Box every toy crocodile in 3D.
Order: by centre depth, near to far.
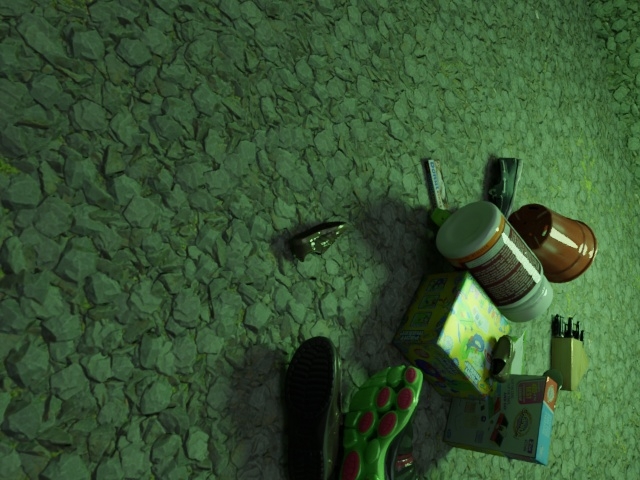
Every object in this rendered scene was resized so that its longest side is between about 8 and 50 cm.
[{"bbox_3d":[0.520,-0.065,1.804,0.340,0.105,0.115,-3,125,-40],"label":"toy crocodile"}]

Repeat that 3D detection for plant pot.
[{"bbox_3d":[0.866,-0.004,1.963,0.265,0.272,0.273,24,67,-32],"label":"plant pot"}]

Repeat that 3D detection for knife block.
[{"bbox_3d":[1.017,0.452,2.117,0.275,0.088,0.242,-35,103,-38],"label":"knife block"}]

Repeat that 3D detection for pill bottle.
[{"bbox_3d":[0.573,0.079,1.654,0.392,0.224,0.224,44,57,-23],"label":"pill bottle"}]

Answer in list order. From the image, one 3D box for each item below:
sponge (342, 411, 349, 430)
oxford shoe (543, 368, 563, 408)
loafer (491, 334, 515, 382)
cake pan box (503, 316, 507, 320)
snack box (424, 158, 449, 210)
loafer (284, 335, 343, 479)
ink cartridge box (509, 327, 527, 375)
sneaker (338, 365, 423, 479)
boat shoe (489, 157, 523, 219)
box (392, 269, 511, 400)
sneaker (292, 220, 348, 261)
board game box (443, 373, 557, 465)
[{"bbox_3d":[0.126,0.567,1.400,0.117,0.031,0.210,-5,85,-39],"label":"sponge"},{"bbox_3d":[0.910,0.606,2.025,0.212,0.076,0.076,-52,144,-36],"label":"oxford shoe"},{"bbox_3d":[0.555,0.357,1.548,0.050,0.056,0.148,30,65,-40],"label":"loafer"},{"bbox_3d":[0.643,0.146,1.882,0.267,0.070,0.246,-45,108,-34],"label":"cake pan box"},{"bbox_3d":[0.408,-0.194,1.782,0.064,0.022,0.179,-12,89,-39],"label":"snack box"},{"bbox_3d":[-0.011,0.422,1.273,0.130,0.133,0.366,15,80,-64],"label":"loafer"},{"bbox_3d":[0.648,0.421,1.790,0.255,0.096,0.189,-13,107,-57],"label":"ink cartridge box"},{"bbox_3d":[0.161,0.559,1.325,0.202,0.185,0.483,46,58,-45],"label":"sneaker"},{"bbox_3d":[0.714,-0.188,2.006,0.098,0.116,0.320,17,73,10],"label":"boat shoe"},{"bbox_3d":[0.420,0.297,1.598,0.290,0.177,0.279,48,55,-23],"label":"box"},{"bbox_3d":[0.000,0.000,1.395,0.188,0.066,0.071,-21,112,-35],"label":"sneaker"},{"bbox_3d":[0.546,0.533,1.565,0.064,0.316,0.242,36,62,-29],"label":"board game box"}]
